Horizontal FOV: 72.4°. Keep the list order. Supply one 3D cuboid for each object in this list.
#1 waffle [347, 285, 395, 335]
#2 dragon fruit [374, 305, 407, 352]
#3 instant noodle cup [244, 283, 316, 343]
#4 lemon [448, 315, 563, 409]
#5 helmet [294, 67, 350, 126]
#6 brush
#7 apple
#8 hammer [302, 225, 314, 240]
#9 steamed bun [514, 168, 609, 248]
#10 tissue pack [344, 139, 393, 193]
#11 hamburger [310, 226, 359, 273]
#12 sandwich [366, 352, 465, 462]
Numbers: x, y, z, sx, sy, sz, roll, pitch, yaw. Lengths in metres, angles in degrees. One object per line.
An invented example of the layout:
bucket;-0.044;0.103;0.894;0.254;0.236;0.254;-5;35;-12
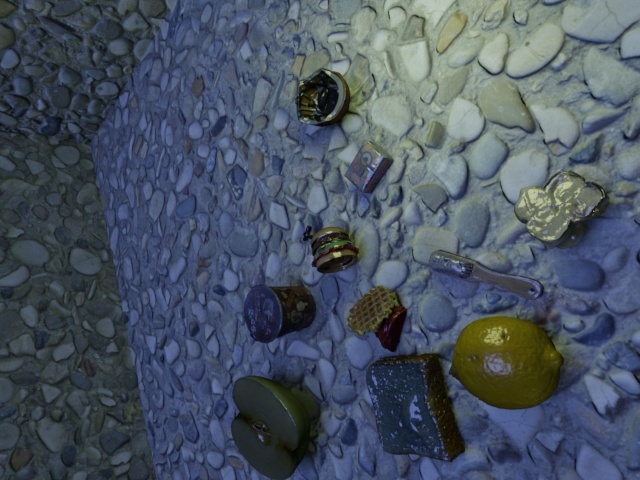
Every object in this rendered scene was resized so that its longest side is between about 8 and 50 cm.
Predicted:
waffle;0.163;0.229;1.422;0.191;0.038;0.191;-37;28;24
dragon fruit;0.205;0.279;1.426;0.106;0.083;0.162;26;111;43
instant noodle cup;-0.147;0.266;1.663;0.217;0.207;0.217;2;92;42
lemon;0.463;0.302;1.082;0.254;0.228;0.228;-1;89;37
helmet;0.021;-0.496;1.553;0.224;0.130;0.198;-2;91;32
brush;0.441;0.093;1.216;0.327;0.065;0.070;19;100;40
apple;-0.196;0.714;1.667;0.360;0.320;0.311;17;64;36
hammer;0.000;0.000;1.650;0.178;0.021;0.065;27;107;39
steamed bun;0.577;-0.076;1.061;0.177;0.106;0.192;-53;44;14
tissue pack;0.159;-0.247;1.473;0.108;0.060;0.148;50;121;32
hamburger;0.038;0.027;1.522;0.175;0.175;0.136;-40;58;36
sandwich;0.273;0.506;1.350;0.271;0.099;0.301;-22;77;41
